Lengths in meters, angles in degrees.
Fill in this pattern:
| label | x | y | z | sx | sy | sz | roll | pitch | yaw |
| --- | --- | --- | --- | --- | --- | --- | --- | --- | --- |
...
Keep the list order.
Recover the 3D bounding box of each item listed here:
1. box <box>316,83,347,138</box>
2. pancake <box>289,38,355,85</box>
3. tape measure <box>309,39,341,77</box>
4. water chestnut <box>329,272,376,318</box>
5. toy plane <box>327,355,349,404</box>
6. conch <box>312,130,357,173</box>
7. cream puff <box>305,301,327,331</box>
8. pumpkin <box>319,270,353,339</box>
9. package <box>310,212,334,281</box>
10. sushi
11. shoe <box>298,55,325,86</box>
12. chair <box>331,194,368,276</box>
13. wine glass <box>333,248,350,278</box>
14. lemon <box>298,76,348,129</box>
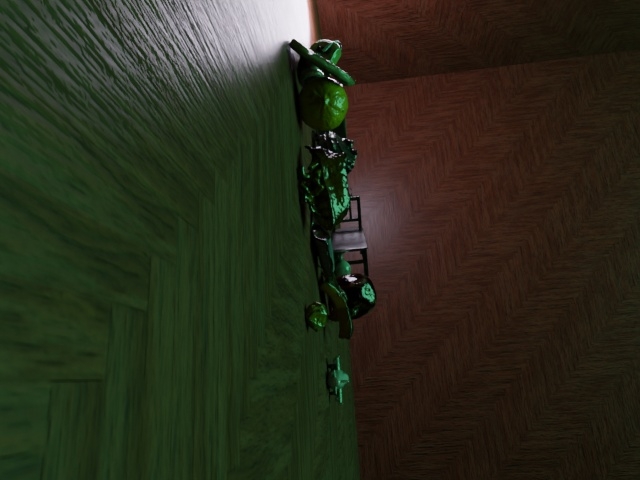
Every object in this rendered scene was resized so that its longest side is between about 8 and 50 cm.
| label | x | y | z | sx | sy | sz | roll | pitch | yaw |
| --- | --- | --- | --- | --- | --- | --- | --- | --- | --- |
| box | 0.046 | -0.623 | 2.195 | 0.156 | 0.148 | 0.232 | -87 | 171 | -52 |
| pancake | 0.002 | -0.577 | 1.462 | 0.037 | 0.253 | 0.254 | -56 | -172 | 18 |
| tape measure | 0.016 | -0.868 | 2.106 | 0.178 | 0.153 | 0.087 | -62 | 161 | -16 |
| water chestnut | 0.146 | 0.250 | 2.077 | 0.238 | 0.223 | 0.224 | -117 | -163 | -60 |
| toy plane | 0.066 | 0.515 | 1.661 | 0.174 | 0.080 | 0.174 | -5 | 90 | -87 |
| conch | 0.048 | -0.357 | 1.983 | 0.313 | 0.185 | 0.241 | -119 | -159 | -50 |
| cream puff | -0.009 | 0.212 | 1.247 | 0.083 | 0.058 | 0.084 | -31 | 117 | -82 |
| pumpkin | 0.059 | 0.240 | 1.778 | 0.290 | 0.095 | 0.259 | -121 | -167 | -81 |
| package | 0.000 | 0.000 | 1.631 | 0.204 | 0.062 | 0.251 | 79 | -5 | -47 |
| sushi | 0.008 | -0.173 | 1.409 | 0.167 | 0.178 | 0.297 | 154 | -65 | -77 |
| shoe | -0.034 | -0.640 | 1.678 | 0.227 | 0.098 | 0.112 | -71 | 148 | -76 |
| chair | 0.160 | -0.014 | 2.552 | 0.241 | 0.202 | 0.417 | -91 | 174 | -52 |
| wine glass | 0.112 | 0.166 | 2.399 | 0.103 | 0.103 | 0.231 | -62 | 149 | -81 |
| lemon | 0.008 | -0.458 | 1.514 | 0.193 | 0.180 | 0.181 | -96 | 178 | -57 |
